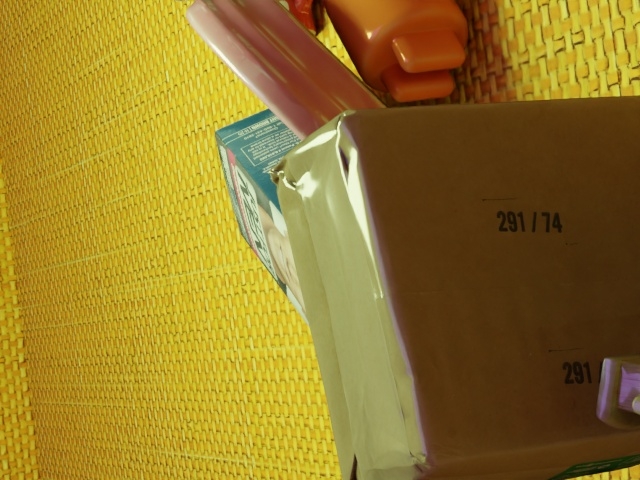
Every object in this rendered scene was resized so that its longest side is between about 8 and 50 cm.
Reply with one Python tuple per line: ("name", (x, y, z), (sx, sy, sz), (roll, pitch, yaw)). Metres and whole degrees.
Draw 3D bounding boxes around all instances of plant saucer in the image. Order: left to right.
("plant saucer", (0.001, -0.157, 1.697), (0.084, 0.332, 0.332), (-45, 42, 6))

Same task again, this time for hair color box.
("hair color box", (0.000, 0.000, 1.837), (0.347, 0.105, 0.174), (50, 159, 49))

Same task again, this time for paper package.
("paper package", (0.159, 0.047, 1.319), (0.168, 0.325, 0.309), (-38, 61, 60))

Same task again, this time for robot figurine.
("robot figurine", (0.073, -0.242, 1.657), (0.158, 0.128, 0.219), (46, -163, -56))

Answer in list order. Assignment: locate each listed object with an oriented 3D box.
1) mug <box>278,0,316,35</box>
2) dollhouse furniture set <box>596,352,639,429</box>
("mug", (-0.063, -0.329, 1.943), (0.150, 0.113, 0.169), (-28, 74, 65))
("dollhouse furniture set", (0.275, 0.248, 1.107), (0.198, 0.286, 0.303), (11, 96, 37))
